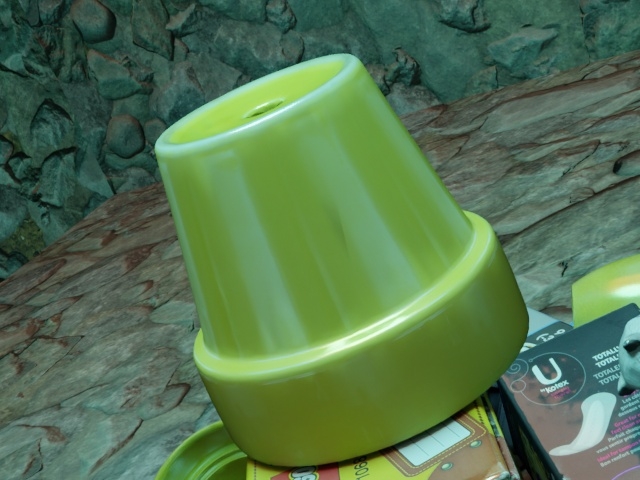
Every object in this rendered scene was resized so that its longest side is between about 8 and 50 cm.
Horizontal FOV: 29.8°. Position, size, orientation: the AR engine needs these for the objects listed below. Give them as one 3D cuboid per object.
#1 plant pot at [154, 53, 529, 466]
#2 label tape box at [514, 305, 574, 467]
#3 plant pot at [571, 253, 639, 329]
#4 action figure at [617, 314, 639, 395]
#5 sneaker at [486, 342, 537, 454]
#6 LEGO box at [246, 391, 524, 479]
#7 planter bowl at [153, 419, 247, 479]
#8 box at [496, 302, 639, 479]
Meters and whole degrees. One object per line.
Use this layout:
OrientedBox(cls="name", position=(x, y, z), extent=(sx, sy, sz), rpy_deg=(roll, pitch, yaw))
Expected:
OrientedBox(cls="plant pot", position=(0.000, 0.000, 0.905), extent=(0.254, 0.239, 0.254), rpy_deg=(-21, 17, 7))
OrientedBox(cls="label tape box", position=(0.256, 0.164, 1.548), extent=(0.348, 0.115, 0.249), rpy_deg=(-30, 19, -14))
OrientedBox(cls="plant pot", position=(0.341, 0.082, 1.393), extent=(0.095, 0.134, 0.134), rpy_deg=(-3, 22, 11))
OrientedBox(cls="action figure", position=(0.421, 0.120, 1.057), extent=(0.330, 0.341, 0.178), rpy_deg=(0, -26, -5))
OrientedBox(cls="sneaker", position=(0.247, 0.180, 1.331), extent=(0.321, 0.126, 0.127), rpy_deg=(1, 11, -24))
OrientedBox(cls="LEGO box", position=(0.094, 0.261, 1.036), extent=(0.193, 0.372, 0.500), rpy_deg=(-22, 17, 5))
OrientedBox(cls="planter bowl", position=(-0.078, 0.306, 1.283), extent=(0.217, 0.090, 0.217), rpy_deg=(-13, 58, 22))
OrientedBox(cls="box", position=(0.298, 0.218, 1.137), extent=(0.165, 0.143, 0.270), rpy_deg=(-23, 41, -2))
